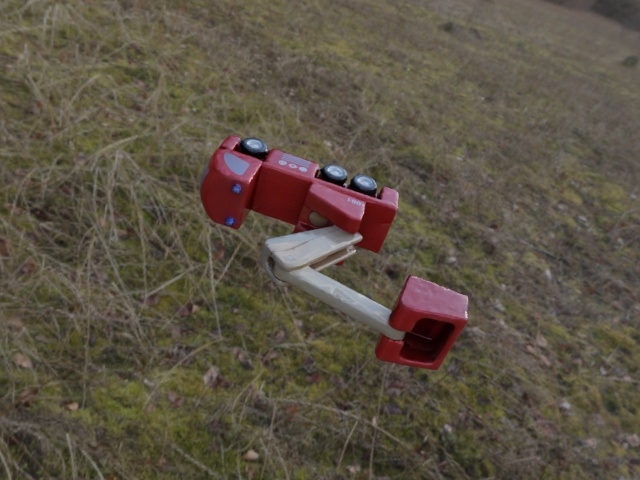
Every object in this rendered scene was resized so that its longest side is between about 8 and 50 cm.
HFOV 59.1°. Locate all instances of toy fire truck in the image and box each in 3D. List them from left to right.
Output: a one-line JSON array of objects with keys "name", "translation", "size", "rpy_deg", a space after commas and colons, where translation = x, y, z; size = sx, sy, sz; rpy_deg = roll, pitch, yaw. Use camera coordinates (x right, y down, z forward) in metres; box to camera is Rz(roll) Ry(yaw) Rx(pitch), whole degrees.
[{"name": "toy fire truck", "translation": [0.000, 0.000, 0.382], "size": [0.192, 0.047, 0.135], "rpy_deg": [19, 36, 0]}]
